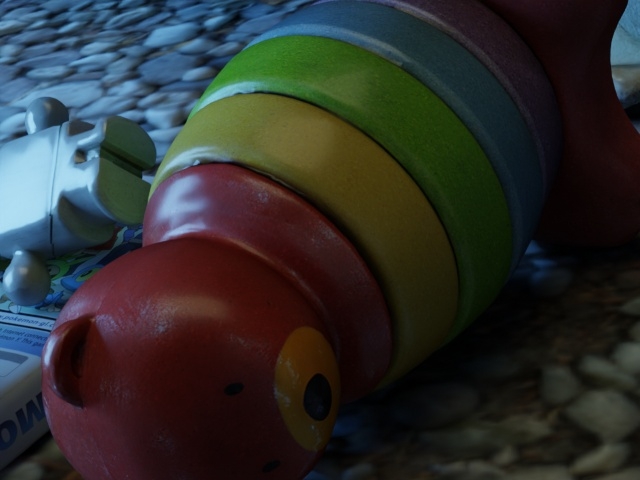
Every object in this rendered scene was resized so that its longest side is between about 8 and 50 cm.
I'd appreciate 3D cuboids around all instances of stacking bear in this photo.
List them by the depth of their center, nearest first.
[{"bbox_3d":[0.000,0.000,0.764,0.164,0.175,0.289,10,42,35],"label":"stacking bear"}]

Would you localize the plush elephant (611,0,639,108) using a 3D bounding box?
[{"bbox_3d":[0.171,-0.210,1.014,0.272,0.330,0.255,-37,56,-17],"label":"plush elephant"}]

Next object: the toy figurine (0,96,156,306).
[{"bbox_3d":[-0.196,-0.048,0.799,0.148,0.213,0.209,-15,17,35],"label":"toy figurine"}]

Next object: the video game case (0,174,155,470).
[{"bbox_3d":[-0.237,0.041,0.912,0.329,0.036,0.300,7,32,35],"label":"video game case"}]
